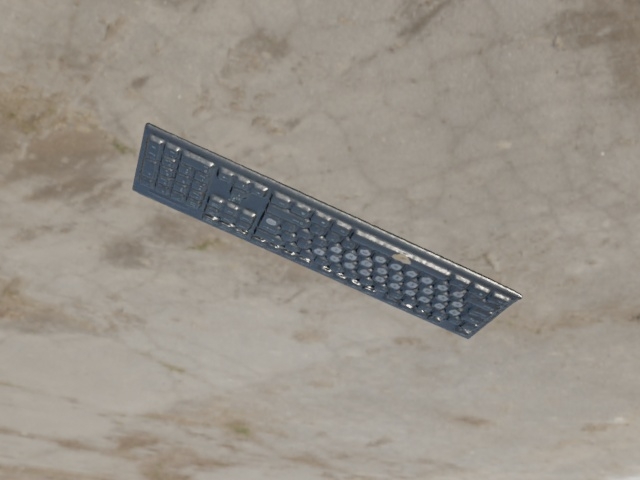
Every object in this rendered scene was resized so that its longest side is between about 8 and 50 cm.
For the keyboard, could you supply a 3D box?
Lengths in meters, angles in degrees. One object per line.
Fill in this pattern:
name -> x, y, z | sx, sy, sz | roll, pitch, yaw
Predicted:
keyboard -> 0.000, 0.000, 0.410 | 0.198, 0.010, 0.064 | 24, 150, -6
